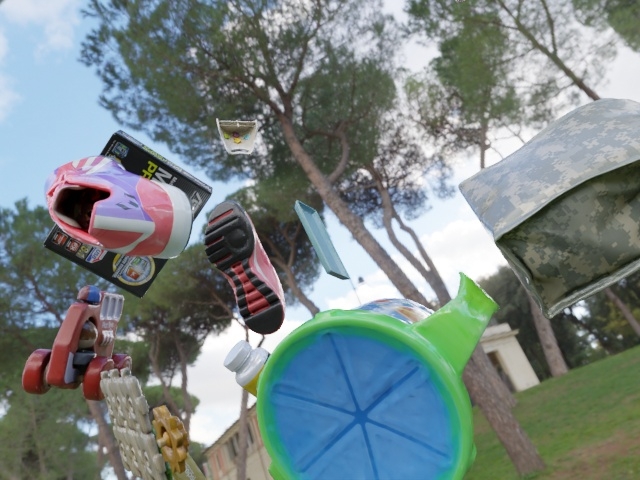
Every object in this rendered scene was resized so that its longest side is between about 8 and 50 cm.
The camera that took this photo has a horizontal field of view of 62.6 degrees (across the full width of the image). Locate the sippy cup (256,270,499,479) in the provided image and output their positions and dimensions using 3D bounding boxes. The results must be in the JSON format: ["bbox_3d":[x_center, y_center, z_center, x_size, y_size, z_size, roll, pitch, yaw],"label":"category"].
[{"bbox_3d":[0.073,0.174,0.641,0.306,0.240,0.224,-11,4,21],"label":"sippy cup"}]

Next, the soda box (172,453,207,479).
[{"bbox_3d":[-0.361,0.563,1.319,0.061,0.181,0.058,-15,21,37],"label":"soda box"}]

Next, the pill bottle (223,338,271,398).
[{"bbox_3d":[-0.085,0.200,0.781,0.116,0.065,0.065,41,-56,-14],"label":"pill bottle"}]

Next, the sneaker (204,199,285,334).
[{"bbox_3d":[-0.165,0.063,1.188,0.116,0.313,0.136,-23,-7,5],"label":"sneaker"}]

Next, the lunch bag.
[{"bbox_3d":[0.360,-0.068,0.700,0.287,0.169,0.235,-35,16,15],"label":"lunch bag"}]

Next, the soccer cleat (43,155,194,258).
[{"bbox_3d":[-0.288,-0.052,0.648,0.116,0.318,0.108,7,-82,-49],"label":"soccer cleat"}]

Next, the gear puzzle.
[{"bbox_3d":[-0.252,0.266,0.767,0.044,0.175,0.339,-15,-5,-34],"label":"gear puzzle"}]

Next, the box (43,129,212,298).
[{"bbox_3d":[-0.379,-0.049,1.050,0.216,0.060,0.270,34,-82,-18],"label":"box"}]

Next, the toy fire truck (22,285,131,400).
[{"bbox_3d":[-0.558,0.238,1.257,0.170,0.253,0.302,7,-11,-1],"label":"toy fire truck"}]

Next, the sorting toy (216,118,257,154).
[{"bbox_3d":[-0.169,-0.206,1.073,0.083,0.075,0.045,-3,-28,-20],"label":"sorting toy"}]

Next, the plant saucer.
[{"bbox_3d":[0.000,0.000,1.048,0.018,0.192,0.067,-40,-37,20],"label":"plant saucer"}]
